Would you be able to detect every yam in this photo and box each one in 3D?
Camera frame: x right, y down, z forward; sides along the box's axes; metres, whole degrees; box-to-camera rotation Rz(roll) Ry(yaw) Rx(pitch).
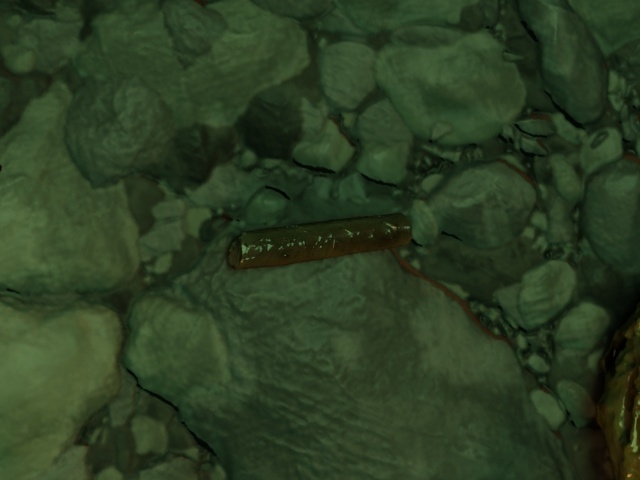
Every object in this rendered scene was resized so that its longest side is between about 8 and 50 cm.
[{"bbox_3d":[0.000,0.000,1.274,0.145,0.032,0.032,-7,86,-26],"label":"yam"}]

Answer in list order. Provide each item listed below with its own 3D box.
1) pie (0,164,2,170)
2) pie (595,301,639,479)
[{"bbox_3d":[-0.350,-0.038,1.085,0.308,0.085,0.308,3,83,-25],"label":"pie"},{"bbox_3d":[0.364,0.173,1.400,0.340,0.083,0.339,4,82,-27],"label":"pie"}]
